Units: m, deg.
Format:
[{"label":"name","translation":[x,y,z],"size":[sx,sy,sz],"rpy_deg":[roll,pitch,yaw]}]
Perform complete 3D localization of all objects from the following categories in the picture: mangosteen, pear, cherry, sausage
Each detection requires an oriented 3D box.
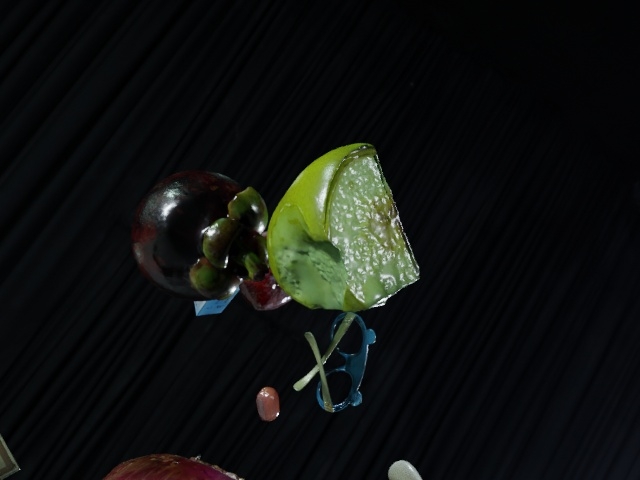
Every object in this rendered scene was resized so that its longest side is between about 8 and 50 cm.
[{"label":"mangosteen","translation":[-0.253,-0.004,1.411],"size":[0.311,0.311,0.311],"rpy_deg":[32,-11,7]},{"label":"pear","translation":[0.000,0.000,1.150],"size":[0.282,0.176,0.286],"rpy_deg":[-7,-73,53]},{"label":"cherry","translation":[-0.160,0.099,2.065],"size":[0.203,0.300,0.230],"rpy_deg":[-5,-49,28]},{"label":"sausage","translation":[-0.141,0.442,1.760],"size":[0.059,0.054,0.094],"rpy_deg":[15,-65,53]}]

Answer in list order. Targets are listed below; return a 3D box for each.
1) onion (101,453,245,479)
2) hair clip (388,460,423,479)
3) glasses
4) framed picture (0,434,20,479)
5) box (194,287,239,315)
[{"label":"onion","translation":[-0.252,0.537,1.012],"size":[0.348,0.385,0.348],"rpy_deg":[19,-36,15]},{"label":"hair clip","translation":[0.205,0.566,1.332],"size":[0.172,0.113,0.282],"rpy_deg":[9,-37,50]},{"label":"glasses","translation":[0.010,0.273,1.519],"size":[0.207,0.239,0.102],"rpy_deg":[21,-9,-37]},{"label":"framed picture","translation":[-0.630,0.357,1.041],"size":[0.173,0.231,0.010],"rpy_deg":[50,-41,21]},{"label":"box","translation":[-0.304,0.112,1.844],"size":[0.083,0.142,0.232],"rpy_deg":[-5,-19,-25]}]
